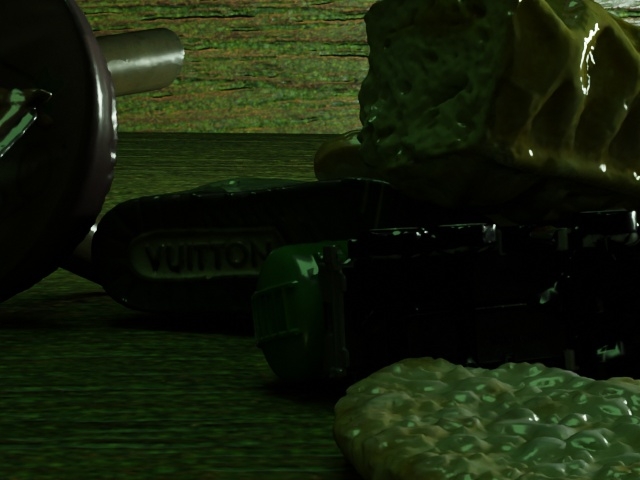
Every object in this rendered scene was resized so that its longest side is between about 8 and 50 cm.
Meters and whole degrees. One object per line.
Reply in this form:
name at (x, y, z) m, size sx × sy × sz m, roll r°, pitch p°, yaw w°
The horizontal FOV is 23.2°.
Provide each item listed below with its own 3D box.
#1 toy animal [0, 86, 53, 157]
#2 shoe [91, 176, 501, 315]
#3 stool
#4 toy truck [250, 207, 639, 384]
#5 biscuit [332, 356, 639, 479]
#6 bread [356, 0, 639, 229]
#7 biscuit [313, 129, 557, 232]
toy animal at (-0.251, -0.013, 0.937) m, size 0.230 × 0.066 × 0.224 m, roll -15°, pitch 45°, yaw -19°
shoe at (0.000, 0.003, 1.090) m, size 0.293 × 0.109 × 0.149 m, roll 2°, pitch 8°, yaw 15°
stool at (-0.239, -0.078, 1.157) m, size 0.272 × 0.272 × 0.178 m, roll 4°, pitch 0°, yaw 24°
toy truck at (0.086, 0.037, 0.900) m, size 0.243 × 0.101 × 0.125 m, roll -4°, pitch 1°, yaw -20°
biscuit at (0.104, 0.093, 0.700) m, size 0.188 × 0.040 × 0.265 m, roll -2°, pitch 10°, yaw -19°
bread at (0.149, -0.077, 0.981) m, size 0.268 × 0.130 × 0.152 m, roll 11°, pitch -40°, yaw -44°
biscuit at (0.115, -0.025, 1.136) m, size 0.153 × 0.030 × 0.234 m, roll -25°, pitch -46°, yaw 29°
